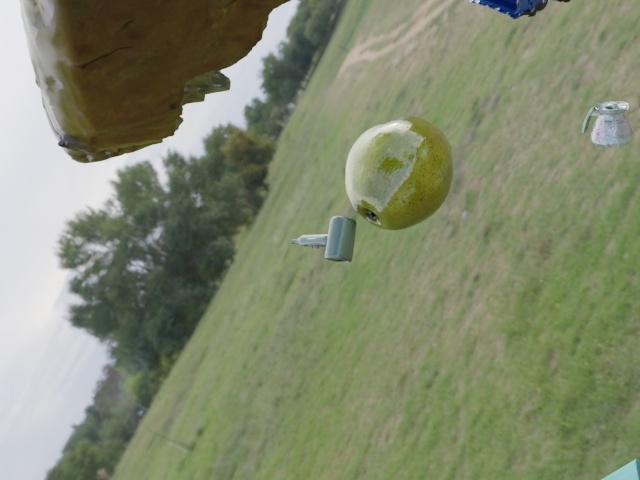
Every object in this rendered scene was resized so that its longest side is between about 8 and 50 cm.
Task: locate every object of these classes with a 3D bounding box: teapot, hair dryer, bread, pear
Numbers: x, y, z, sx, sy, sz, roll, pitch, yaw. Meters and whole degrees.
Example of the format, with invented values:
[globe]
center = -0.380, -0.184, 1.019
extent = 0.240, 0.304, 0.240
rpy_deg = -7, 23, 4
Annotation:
[teapot]
center = 0.451, -0.186, 1.221
extent = 0.064, 0.083, 0.064
rpy_deg = -25, -61, -33
[hair dryer]
center = 0.000, 0.000, 1.315
extent = 0.150, 0.047, 0.071
rpy_deg = -2, 75, 49
[bread]
center = -0.136, -0.256, 0.712
extent = 0.314, 0.192, 0.370
rpy_deg = -24, -21, -17
[pear]
center = 0.131, -0.116, 1.301
extent = 0.198, 0.198, 0.198
rpy_deg = -61, 6, 12

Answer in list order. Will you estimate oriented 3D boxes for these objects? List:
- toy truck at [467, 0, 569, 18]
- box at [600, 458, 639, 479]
[toy truck]
center = 0.289, -0.375, 0.983
extent = 0.208, 0.126, 0.113
rpy_deg = -35, 36, -6
[box]
center = 0.456, 0.392, 1.047
extent = 0.161, 0.226, 0.042
rpy_deg = -51, 15, 39
